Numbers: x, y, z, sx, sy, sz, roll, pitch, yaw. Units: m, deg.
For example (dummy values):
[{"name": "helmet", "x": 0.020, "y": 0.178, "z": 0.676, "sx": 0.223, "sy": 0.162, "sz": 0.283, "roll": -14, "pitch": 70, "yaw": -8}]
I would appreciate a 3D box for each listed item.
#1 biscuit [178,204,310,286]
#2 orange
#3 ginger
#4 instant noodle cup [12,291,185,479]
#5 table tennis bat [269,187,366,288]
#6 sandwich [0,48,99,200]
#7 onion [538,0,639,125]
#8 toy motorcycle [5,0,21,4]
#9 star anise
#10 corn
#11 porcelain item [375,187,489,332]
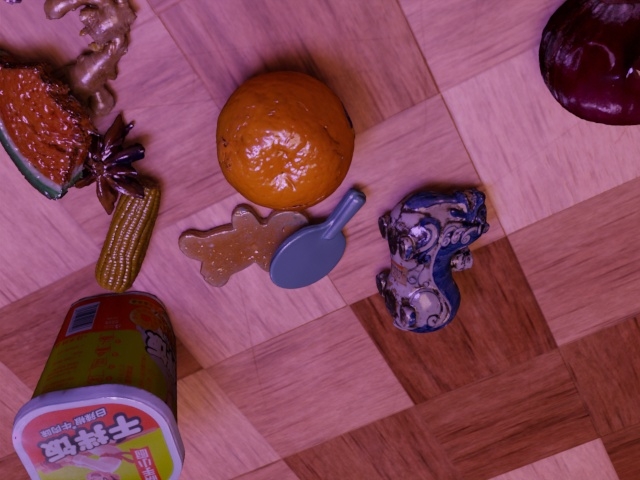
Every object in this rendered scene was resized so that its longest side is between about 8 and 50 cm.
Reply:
[{"name": "biscuit", "x": -0.128, "y": 0.002, "z": 1.440, "sx": 0.234, "sy": 0.030, "sz": 0.153, "roll": -24, "pitch": 126, "yaw": 11}, {"name": "orange", "x": -0.056, "y": -0.155, "z": 1.238, "sx": 0.219, "sy": 0.193, "sz": 0.219, "roll": -11, "pitch": 124, "yaw": -16}, {"name": "ginger", "x": -0.341, "y": -0.292, "z": 1.199, "sx": 0.176, "sy": 0.053, "sz": 0.193, "roll": -27, "pitch": 122, "yaw": 20}, {"name": "instant noodle cup", "x": -0.376, "y": 0.265, "z": 1.434, "sx": 0.293, "sy": 0.308, "sz": 0.294, "roll": -2, "pitch": 126, "yaw": -3}, {"name": "table tennis bat", "x": 0.000, "y": 0.000, "z": 1.425, "sx": 0.149, "sy": 0.038, "sz": 0.237, "roll": 14, "pitch": 124, "yaw": -43}, {"name": "sandwich", "x": -0.429, "y": -0.194, "z": 1.218, "sx": 0.159, "sy": 0.079, "sz": 0.235, "roll": -34, "pitch": 99, "yaw": 31}, {"name": "onion", "x": 0.446, "y": -0.269, "z": 1.192, "sx": 0.206, "sy": 0.206, "sz": 0.216, "roll": -5, "pitch": 125, "yaw": -2}, {"name": "toy motorcycle", "x": -0.464, "y": -0.382, "z": 1.018, "sx": 0.212, "sy": 0.084, "sz": 0.118, "roll": 35, "pitch": 100, "yaw": -11}, {"name": "star anise", "x": -0.352, "y": -0.123, "z": 1.296, "sx": 0.167, "sy": 0.057, "sz": 0.168, "roll": 2, "pitch": 97, "yaw": 13}, {"name": "corn", "x": -0.335, "y": -0.009, "z": 1.389, "sx": 0.080, "sy": 0.080, "sz": 0.231, "roll": 17, "pitch": 118, "yaw": -16}, {"name": "porcelain item", "x": 0.205, "y": 0.034, "z": 1.446, "sx": 0.186, "sy": 0.138, "sz": 0.288, "roll": -13, "pitch": 123, "yaw": -17}]
